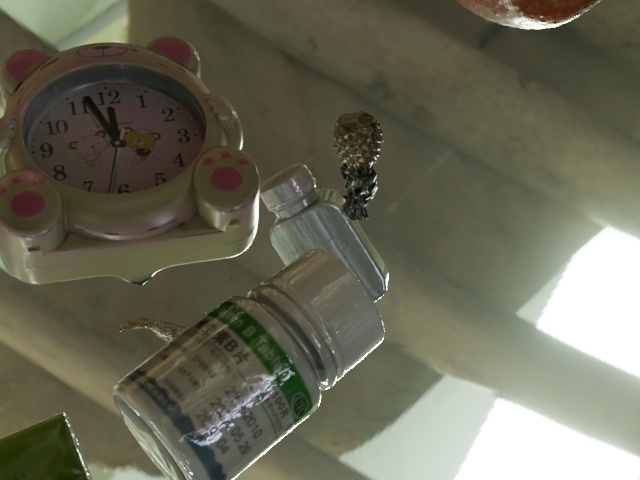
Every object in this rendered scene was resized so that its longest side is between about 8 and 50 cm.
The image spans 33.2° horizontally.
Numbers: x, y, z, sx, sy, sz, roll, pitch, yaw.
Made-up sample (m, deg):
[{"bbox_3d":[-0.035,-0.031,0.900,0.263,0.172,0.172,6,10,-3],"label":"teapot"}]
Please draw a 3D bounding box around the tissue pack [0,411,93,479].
[{"bbox_3d":[-0.470,0.400,1.585,0.274,0.200,0.167,-21,172,-12],"label":"tissue pack"}]

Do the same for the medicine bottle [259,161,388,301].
[{"bbox_3d":[0.000,0.000,2.061,0.161,0.296,0.111,-28,-162,18],"label":"medicine bottle"}]

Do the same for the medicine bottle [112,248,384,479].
[{"bbox_3d":[-0.062,0.119,0.999,0.237,0.139,0.139,-37,-159,-20],"label":"medicine bottle"}]

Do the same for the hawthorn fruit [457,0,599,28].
[{"bbox_3d":[0.299,-0.421,1.492,0.275,0.275,0.300,-44,-143,5],"label":"hawthorn fruit"}]

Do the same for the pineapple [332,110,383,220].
[{"bbox_3d":[0.052,-0.101,1.520,0.074,0.159,0.074,-1,-146,1],"label":"pineapple"}]

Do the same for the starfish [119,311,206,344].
[{"bbox_3d":[-0.191,0.169,1.753,0.236,0.277,0.062,128,-29,-67],"label":"starfish"}]

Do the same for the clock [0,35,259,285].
[{"bbox_3d":[-0.226,-0.102,1.189,0.284,0.114,0.309,-9,-127,-13],"label":"clock"}]
